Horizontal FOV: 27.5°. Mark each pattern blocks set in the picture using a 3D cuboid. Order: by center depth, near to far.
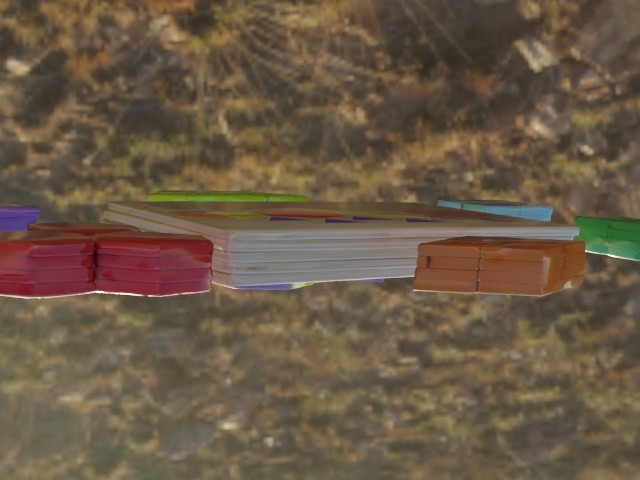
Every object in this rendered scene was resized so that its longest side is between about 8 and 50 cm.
[{"bbox_3d":[0.000,0.000,0.573,0.324,0.026,0.285,0,-174,-21],"label":"pattern blocks set"}]
